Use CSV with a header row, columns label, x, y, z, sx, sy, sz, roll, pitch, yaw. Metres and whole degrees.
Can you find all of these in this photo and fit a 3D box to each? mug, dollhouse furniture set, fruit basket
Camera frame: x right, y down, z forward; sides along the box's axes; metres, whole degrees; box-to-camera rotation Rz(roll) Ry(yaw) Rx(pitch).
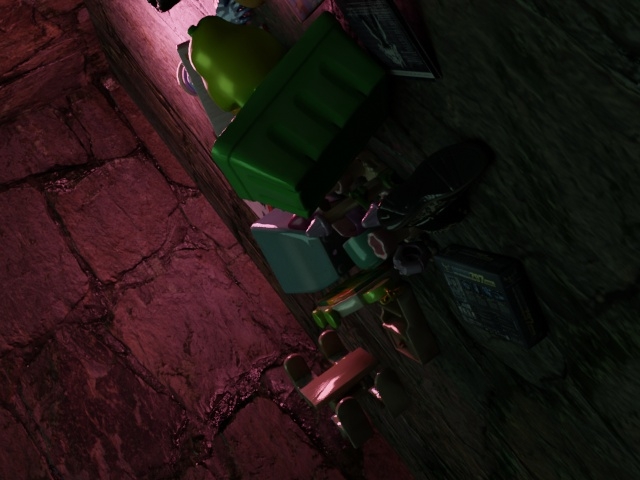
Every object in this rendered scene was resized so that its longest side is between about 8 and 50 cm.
label,x,y,z,sx,sy,sz,roll,pitch,yaw
mug,0.140,0.014,1.682,0.097,0.129,0.157,53,-161,7
dollhouse furniture set,0.109,0.313,1.844,0.257,0.394,0.362,63,163,-21
fruit basket,-0.094,-0.279,1.281,0.392,0.392,0.283,51,175,20

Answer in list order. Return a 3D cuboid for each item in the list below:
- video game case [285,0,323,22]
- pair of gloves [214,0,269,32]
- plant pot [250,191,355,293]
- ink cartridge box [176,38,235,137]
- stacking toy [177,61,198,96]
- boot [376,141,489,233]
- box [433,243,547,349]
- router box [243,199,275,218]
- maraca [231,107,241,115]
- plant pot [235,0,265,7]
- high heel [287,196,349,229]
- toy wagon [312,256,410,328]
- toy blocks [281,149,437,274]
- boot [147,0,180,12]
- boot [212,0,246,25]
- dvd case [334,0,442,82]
label,x,y,z,sx,sy,sz,roll,pitch,yaw
video game case,-0.048,-0.536,1.192,0.204,0.025,0.285,53,166,-12
pair of gloves,-0.204,-0.542,1.674,0.159,0.023,0.198,-25,105,45
plant pot,0.000,0.000,1.873,0.252,0.248,0.247,3,126,54
ink cartridge box,-0.261,-0.427,1.884,0.069,0.175,0.371,-112,0,-59
stacking toy,-0.330,-0.526,2.032,0.330,0.141,0.141,17,139,55
boot,0.240,-0.091,1.221,0.178,0.236,0.085,8,-129,-52
box,0.351,0.111,1.354,0.183,0.059,0.232,62,164,-18
router box,-0.219,-0.200,2.379,0.301,0.082,0.335,45,161,35
maraca,-0.212,-0.401,1.770,0.185,0.099,0.127,-176,78,-71
plant pot,-0.141,-0.581,1.371,0.095,0.134,0.134,-19,105,51
high heel,0.030,-0.054,1.669,0.117,0.244,0.082,-30,73,35
toy wagon,0.119,0.129,1.691,0.068,0.267,0.344,57,163,-2
toy blocks,0.084,-0.056,1.450,0.288,0.260,0.309,46,161,32
boot,-0.318,-0.696,1.386,0.131,0.260,0.348,40,157,45
boot,-0.247,-0.607,1.736,0.084,0.059,0.158,36,147,58
dvd case,0.106,-0.368,1.124,0.221,0.018,0.164,48,170,-31
